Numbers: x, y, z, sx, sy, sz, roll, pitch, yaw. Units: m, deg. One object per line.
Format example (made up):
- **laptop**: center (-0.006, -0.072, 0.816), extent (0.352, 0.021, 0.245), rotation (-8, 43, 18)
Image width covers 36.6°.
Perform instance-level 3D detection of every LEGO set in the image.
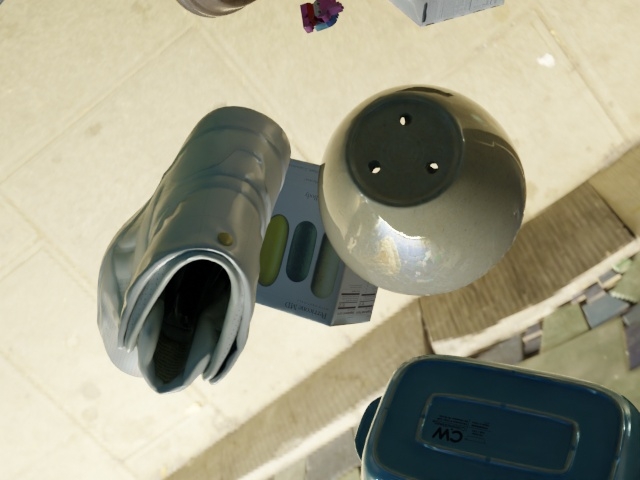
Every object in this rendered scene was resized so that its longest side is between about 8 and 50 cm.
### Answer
- **LEGO set**: center (0.015, -0.450, 1.654), extent (0.093, 0.227, 0.087), rotation (-15, 156, 17)

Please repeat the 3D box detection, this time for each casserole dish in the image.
- **casserole dish**: center (0.106, 0.121, 0.575), extent (0.188, 0.114, 0.037), rotation (8, 145, 25)

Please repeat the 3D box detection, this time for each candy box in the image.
- **candy box**: center (0.226, -0.487, 1.809), extent (0.196, 0.165, 0.070), rotation (-21, 139, -24)

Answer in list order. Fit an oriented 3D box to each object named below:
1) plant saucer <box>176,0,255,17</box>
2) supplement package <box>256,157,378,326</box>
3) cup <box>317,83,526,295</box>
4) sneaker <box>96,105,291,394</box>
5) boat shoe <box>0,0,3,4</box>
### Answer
- **plant saucer**: center (-0.087, -0.384, 1.094), extent (0.041, 0.278, 0.278), rotation (24, 116, 23)
- **supplement package**: center (0.000, 0.000, 1.739), extent (0.199, 0.198, 0.263), rotation (15, 94, 23)
- **cup**: center (0.136, -0.100, 1.433), extent (0.330, 0.237, 0.331), rotation (-3, 77, 12)
- **sneaker**: center (-0.119, 0.054, 0.714), extent (0.108, 0.169, 0.293), rotation (22, 134, -11)
- **boat shoe**: center (-0.505, -0.368, 1.334), extent (0.113, 0.306, 0.105), rotation (11, 148, 26)
